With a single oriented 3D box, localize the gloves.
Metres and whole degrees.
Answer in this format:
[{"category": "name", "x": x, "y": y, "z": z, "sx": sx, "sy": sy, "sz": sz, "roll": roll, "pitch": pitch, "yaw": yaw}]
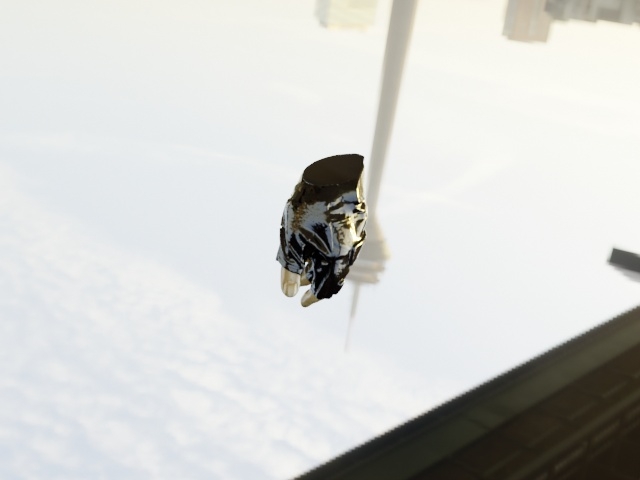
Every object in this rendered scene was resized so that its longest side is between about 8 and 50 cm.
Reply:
[{"category": "gloves", "x": 0.000, "y": 0.000, "z": 1.406, "sx": 0.124, "sy": 0.204, "sz": 0.164, "roll": 17, "pitch": -145, "yaw": 27}]
